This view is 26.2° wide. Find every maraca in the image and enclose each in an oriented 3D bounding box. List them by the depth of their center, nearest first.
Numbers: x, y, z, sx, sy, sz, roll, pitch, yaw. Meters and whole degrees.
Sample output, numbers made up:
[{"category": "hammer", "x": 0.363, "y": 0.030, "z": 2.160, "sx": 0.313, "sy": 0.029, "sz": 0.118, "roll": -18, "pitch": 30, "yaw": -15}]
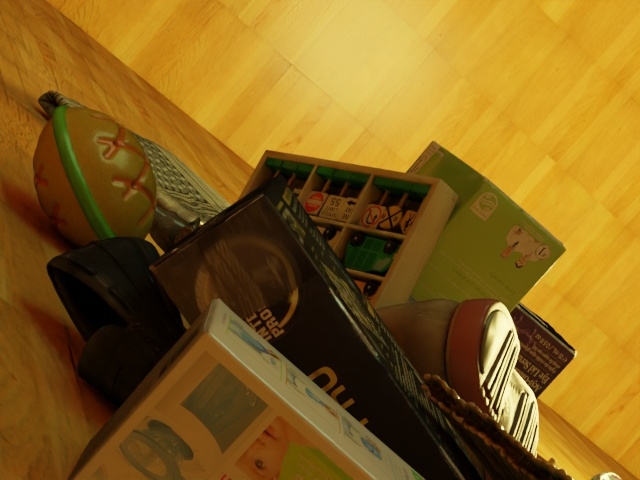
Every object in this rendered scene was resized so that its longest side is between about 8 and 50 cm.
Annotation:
[{"category": "maraca", "x": -0.186, "y": -0.031, "z": 1.185, "sx": 0.127, "sy": 0.099, "sz": 0.185, "roll": -15, "pitch": 82, "yaw": -82}]

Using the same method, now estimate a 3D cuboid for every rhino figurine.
[{"category": "rhino figurine", "x": -0.108, "y": 0.032, "z": 1.343, "sx": 0.243, "sy": 0.073, "sz": 0.106, "roll": 42, "pitch": 8, "yaw": 34}]

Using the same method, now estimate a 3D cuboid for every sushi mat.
[{"category": "sushi mat", "x": 0.165, "y": 0.196, "z": 0.939, "sx": 0.151, "sy": 0.019, "sz": 0.316, "roll": 36, "pitch": -11, "yaw": 35}]

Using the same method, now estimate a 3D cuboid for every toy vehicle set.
[{"category": "toy vehicle set", "x": 0.000, "y": 0.000, "z": 1.390, "sx": 0.267, "sy": 0.166, "sz": 0.035, "roll": 13, "pitch": -20, "yaw": 47}]

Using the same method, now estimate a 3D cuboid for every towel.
[{"category": "towel", "x": -0.173, "y": -0.054, "z": 1.729, "sx": 0.324, "sy": 0.056, "sz": 0.312, "roll": 44, "pitch": 5, "yaw": 26}]

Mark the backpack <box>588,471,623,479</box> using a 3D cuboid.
[{"category": "backpack", "x": 0.409, "y": 0.398, "z": 1.831, "sx": 0.182, "sy": 0.115, "sz": 0.152, "roll": 39, "pitch": 6, "yaw": 24}]

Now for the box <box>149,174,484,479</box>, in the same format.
[{"category": "box", "x": 0.020, "y": 0.107, "z": 1.010, "sx": 0.318, "sy": 0.097, "sz": 0.395, "roll": 57, "pitch": 2, "yaw": -5}]

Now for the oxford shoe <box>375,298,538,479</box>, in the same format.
[{"category": "oxford shoe", "x": 0.131, "y": 0.174, "z": 1.330, "sx": 0.130, "sy": 0.123, "sz": 0.348, "roll": 6, "pitch": -44, "yaw": 24}]

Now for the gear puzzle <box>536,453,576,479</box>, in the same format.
[{"category": "gear puzzle", "x": 0.393, "y": 0.397, "z": 1.995, "sx": 0.339, "sy": 0.044, "sz": 0.175, "roll": 44, "pitch": -8, "yaw": -37}]

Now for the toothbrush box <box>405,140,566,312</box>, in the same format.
[{"category": "toothbrush box", "x": 0.092, "y": 0.054, "z": 1.437, "sx": 0.122, "sy": 0.283, "sz": 0.206, "roll": 38, "pitch": 6, "yaw": -17}]

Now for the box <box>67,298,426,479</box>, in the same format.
[{"category": "box", "x": -0.018, "y": 0.144, "z": 0.732, "sx": 0.203, "sy": 0.114, "sz": 0.103, "roll": 41, "pitch": 4, "yaw": -5}]

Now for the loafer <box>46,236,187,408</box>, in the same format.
[{"category": "loafer", "x": -0.116, "y": 0.082, "z": 0.882, "sx": 0.078, "sy": 0.076, "sz": 0.223, "roll": -7, "pitch": 42, "yaw": -27}]

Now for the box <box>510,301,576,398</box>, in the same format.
[{"category": "box", "x": 0.171, "y": 0.152, "z": 1.629, "sx": 0.153, "sy": 0.207, "sz": 0.108, "roll": 36, "pitch": 7, "yaw": -39}]
